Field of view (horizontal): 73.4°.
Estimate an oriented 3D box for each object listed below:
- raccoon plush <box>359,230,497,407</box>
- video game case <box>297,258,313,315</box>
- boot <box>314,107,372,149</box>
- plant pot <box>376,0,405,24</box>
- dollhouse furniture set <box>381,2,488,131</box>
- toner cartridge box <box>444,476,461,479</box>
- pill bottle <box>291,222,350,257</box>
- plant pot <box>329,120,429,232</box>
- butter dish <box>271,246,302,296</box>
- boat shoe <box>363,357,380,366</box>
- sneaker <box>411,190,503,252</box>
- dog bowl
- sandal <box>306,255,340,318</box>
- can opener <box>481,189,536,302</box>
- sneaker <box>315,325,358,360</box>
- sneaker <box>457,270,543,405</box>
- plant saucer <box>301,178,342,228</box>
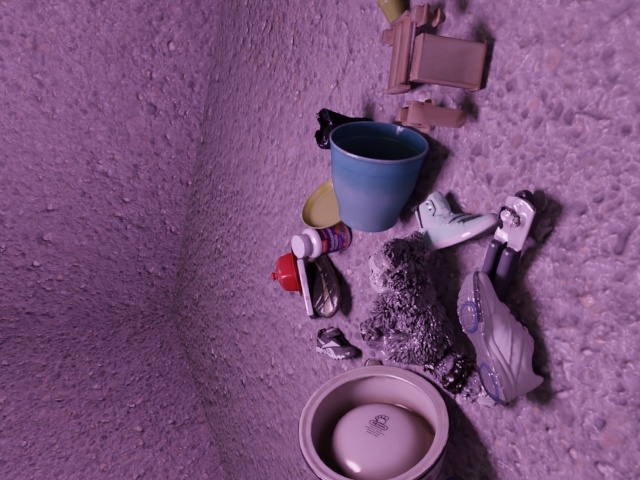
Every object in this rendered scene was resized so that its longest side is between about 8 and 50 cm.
[{"bbox_3d":[0.300,0.169,1.099,0.445,0.216,0.300,23,120,23],"label":"raccoon plush"},{"bbox_3d":[-0.052,0.194,1.655,0.227,0.026,0.207,84,174,-76],"label":"video game case"},{"bbox_3d":[0.080,-0.289,1.374,0.094,0.207,0.247,-9,85,56],"label":"boot"},{"bbox_3d":[0.218,-0.682,1.272,0.083,0.083,0.079,-21,87,55],"label":"plant pot"},{"bbox_3d":[0.286,-0.455,1.198,0.355,0.173,0.304,-123,38,-73],"label":"dollhouse furniture set"},{"bbox_3d":[0.335,0.818,1.091,0.075,0.165,0.349,-18,78,54],"label":"toner cartridge box"},{"bbox_3d":[0.000,0.000,1.510,0.108,0.193,0.108,28,125,49],"label":"pill bottle"},{"bbox_3d":[0.152,-0.173,1.244,0.272,0.271,0.256,47,143,44],"label":"plant pot"},{"bbox_3d":[-0.138,0.132,1.706,0.160,0.118,0.160,79,180,-51],"label":"butter dish"},{"bbox_3d":[0.163,0.500,1.403,0.079,0.083,0.234,-5,90,56],"label":"boat shoe"},{"bbox_3d":[0.334,-0.065,1.099,0.255,0.094,0.151,-25,78,57],"label":"sneaker"},{"bbox_3d":[0.150,0.539,1.174,0.407,0.407,0.151,25,135,53],"label":"dog bowl"},{"bbox_3d":[0.025,0.156,1.598,0.120,0.086,0.303,-39,38,22],"label":"sandal"},{"bbox_3d":[0.432,0.026,0.985,0.074,0.093,0.281,44,135,48],"label":"can opener"},{"bbox_3d":[0.051,0.371,1.569,0.234,0.078,0.106,-5,90,58],"label":"sneaker"},{"bbox_3d":[0.406,0.211,0.981,0.111,0.129,0.298,140,115,-80],"label":"sneaker"},{"bbox_3d":[0.044,-0.127,1.487,0.240,0.037,0.241,-23,41,22],"label":"plant saucer"}]
